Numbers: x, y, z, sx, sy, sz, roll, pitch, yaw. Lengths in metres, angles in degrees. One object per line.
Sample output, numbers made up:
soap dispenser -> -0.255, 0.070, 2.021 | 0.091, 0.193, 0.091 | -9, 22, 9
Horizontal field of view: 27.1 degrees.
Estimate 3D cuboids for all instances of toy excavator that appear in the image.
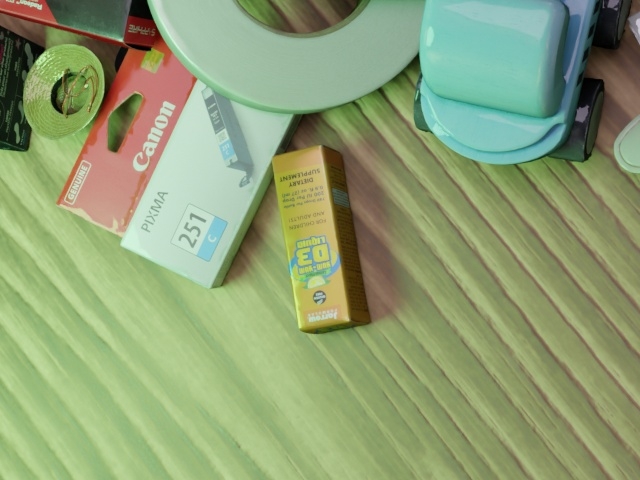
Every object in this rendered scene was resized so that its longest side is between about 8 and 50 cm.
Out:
toy excavator -> 0.210, -0.295, 1.459 | 0.222, 0.445, 0.432 | 15, 99, 17

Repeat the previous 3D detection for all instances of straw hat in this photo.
straw hat -> -0.338, -0.201, 1.845 | 0.144, 0.061, 0.144 | -3, 83, 30

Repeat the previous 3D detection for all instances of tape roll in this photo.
tape roll -> -0.029, -0.352, 1.674 | 0.392, 0.072, 0.392 | 0, 90, -9

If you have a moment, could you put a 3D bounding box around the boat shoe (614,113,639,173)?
boat shoe -> 0.472, -0.146, 1.577 | 0.254, 0.079, 0.095 | -30, 74, 10

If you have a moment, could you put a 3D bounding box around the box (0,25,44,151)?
box -> -0.541, -0.225, 1.871 | 0.247, 0.142, 0.163 | 7, 86, 18

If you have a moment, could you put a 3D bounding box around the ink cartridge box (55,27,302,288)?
ink cartridge box -> -0.191, -0.122, 1.767 | 0.261, 0.066, 0.296 | 26, 93, 8

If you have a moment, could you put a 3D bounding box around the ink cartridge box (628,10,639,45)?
ink cartridge box -> 0.462, -0.253, 1.600 | 0.150, 0.063, 0.109 | -29, 76, 12

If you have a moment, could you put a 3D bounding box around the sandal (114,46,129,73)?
sandal -> -0.207, -0.328, 1.823 | 0.097, 0.054, 0.254 | 21, 90, 18

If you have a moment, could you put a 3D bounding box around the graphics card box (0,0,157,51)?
graphics card box -> -0.298, -0.458, 1.754 | 0.233, 0.094, 0.370 | 18, 99, 20

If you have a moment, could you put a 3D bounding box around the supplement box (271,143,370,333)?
supplement box -> 0.000, 0.000, 1.709 | 0.078, 0.080, 0.233 | -13, 82, 18
